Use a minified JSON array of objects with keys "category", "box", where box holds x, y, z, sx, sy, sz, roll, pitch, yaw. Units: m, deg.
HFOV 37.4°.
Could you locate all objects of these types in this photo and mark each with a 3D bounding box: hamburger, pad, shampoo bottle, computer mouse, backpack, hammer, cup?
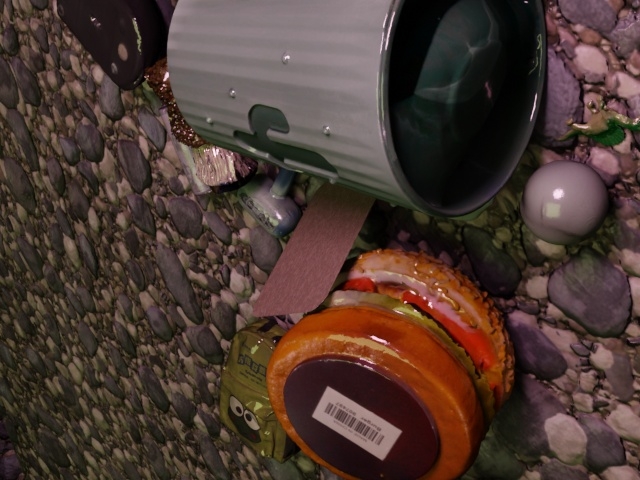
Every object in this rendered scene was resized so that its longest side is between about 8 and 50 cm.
[{"category":"hamburger","box":[0.109,0.181,1.350,0.329,0.250,0.330,15,130,19]},{"category":"pad","box":[0.000,0.000,1.380,0.002,0.266,0.176,42,150,-26]},{"category":"shampoo bottle","box":[-0.232,-0.187,1.657,0.072,0.072,0.214,-7,108,50]},{"category":"computer mouse","box":[-0.350,-0.388,1.627,0.269,0.100,0.170,49,138,21]},{"category":"backpack","box":[-0.091,0.269,1.754,0.207,0.140,0.253,29,127,34]},{"category":"hammer","box":[-0.062,-0.100,1.533,0.116,0.069,0.194,45,133,18]},{"category":"cup","box":[0.048,-0.172,1.140,0.392,0.310,0.401,15,126,41]}]

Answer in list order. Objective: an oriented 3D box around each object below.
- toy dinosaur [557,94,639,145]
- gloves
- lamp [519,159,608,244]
[{"category":"toy dinosaur","box":[0.322,-0.130,1.104,0.060,0.029,0.119,44,146,-8]},{"category":"gloves","box":[-0.187,-0.227,1.499,0.210,0.135,0.313,-92,-8,-73]},{"category":"lamp","box":[0.291,-0.045,1.129,0.105,0.105,0.105,28,133,35]}]
